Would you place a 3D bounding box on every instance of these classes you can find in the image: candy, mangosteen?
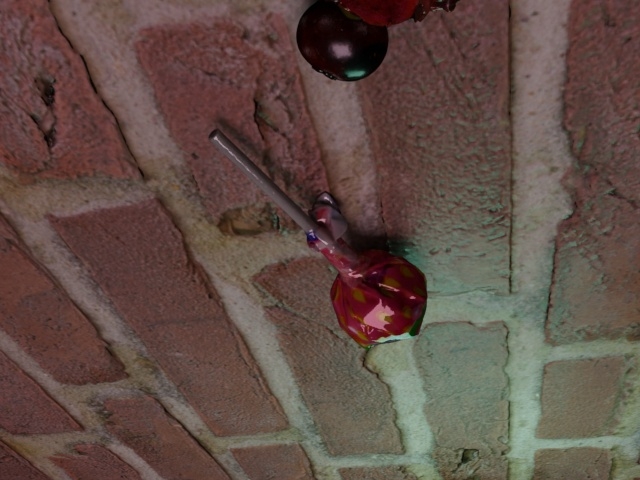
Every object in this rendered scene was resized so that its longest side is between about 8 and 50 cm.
[{"bbox_3d":[0.000,0.000,0.824,0.124,0.124,0.365,-25,127,31],"label":"candy"},{"bbox_3d":[0.021,-0.175,0.613,0.080,0.081,0.081,1,142,1],"label":"mangosteen"}]

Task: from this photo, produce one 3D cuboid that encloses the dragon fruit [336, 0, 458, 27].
[{"bbox_3d":[0.075,-0.225,0.512,0.207,0.150,0.133,-9,170,5],"label":"dragon fruit"}]
